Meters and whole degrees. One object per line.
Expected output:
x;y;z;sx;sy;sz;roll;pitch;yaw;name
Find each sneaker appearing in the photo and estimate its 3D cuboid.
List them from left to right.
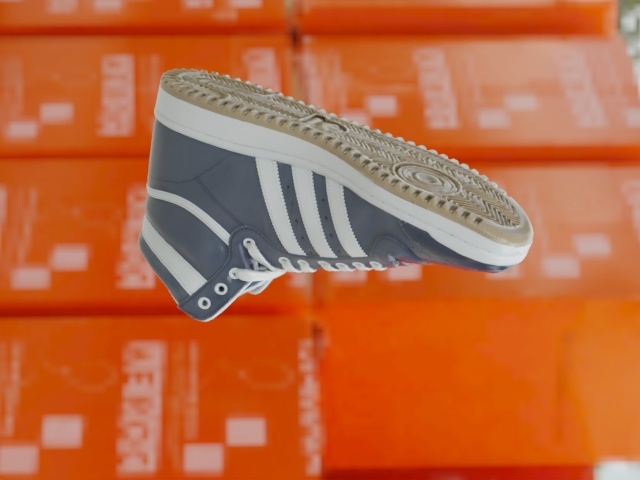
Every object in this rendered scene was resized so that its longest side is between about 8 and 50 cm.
0.000;0.000;1.333;0.099;0.282;0.153;-22;131;-61;sneaker
